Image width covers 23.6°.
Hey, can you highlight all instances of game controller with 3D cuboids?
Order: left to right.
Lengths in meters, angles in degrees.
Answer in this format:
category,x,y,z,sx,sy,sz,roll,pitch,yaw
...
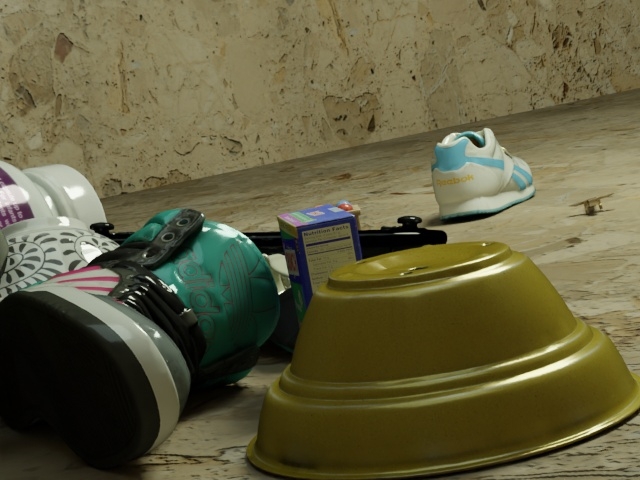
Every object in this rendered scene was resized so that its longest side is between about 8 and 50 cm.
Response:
category,x,y,z,sx,sy,sz,roll,pitch,yaw
game controller,-0.050,0.007,1.331,0.319,0.067,0.166,-1,9,7

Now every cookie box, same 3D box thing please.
category,x,y,z,sx,sy,sz,roll,pitch,yaw
cookie box,0.005,0.035,0.964,0.040,0.107,0.092,-11,6,-7

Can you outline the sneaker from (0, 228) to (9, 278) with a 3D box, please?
category,x,y,z,sx,sy,sz,roll,pitch,yaw
sneaker,-0.313,0.058,0.954,0.267,0.101,0.106,-29,-9,-1

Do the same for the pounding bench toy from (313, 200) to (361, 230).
category,x,y,z,sx,sy,sz,roll,pitch,yaw
pounding bench toy,0.000,0.000,1.450,0.083,0.065,0.052,-11,7,-1

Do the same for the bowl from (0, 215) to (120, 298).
category,x,y,z,sx,sy,sz,roll,pitch,yaw
bowl,-0.204,0.032,1.151,0.170,0.080,0.170,-10,-19,-4

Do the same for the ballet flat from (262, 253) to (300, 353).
category,x,y,z,sx,sy,sz,roll,pitch,yaw
ballet flat,-0.035,0.043,1.125,0.074,0.074,0.203,-13,7,-26

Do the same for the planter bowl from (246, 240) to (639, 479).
category,x,y,z,sx,sy,sz,roll,pitch,yaw
planter bowl,0.059,0.053,0.818,0.217,0.090,0.217,-10,6,1

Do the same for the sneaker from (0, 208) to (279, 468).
category,x,y,z,sx,sy,sz,roll,pitch,yaw
sneaker,-0.097,0.055,0.941,0.178,0.124,0.295,-24,11,-24

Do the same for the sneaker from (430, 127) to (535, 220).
category,x,y,z,sx,sy,sz,roll,pitch,yaw
sneaker,0.189,-0.084,1.762,0.087,0.092,0.228,-9,5,20

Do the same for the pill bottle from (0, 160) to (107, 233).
category,x,y,z,sx,sy,sz,roll,pitch,yaw
pill bottle,-0.349,0.016,1.407,0.169,0.169,0.301,-4,10,44

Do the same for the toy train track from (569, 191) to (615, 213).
category,x,y,z,sx,sy,sz,roll,pitch,yaw
toy train track,0.280,-0.037,1.572,0.048,0.014,0.083,-16,0,8
